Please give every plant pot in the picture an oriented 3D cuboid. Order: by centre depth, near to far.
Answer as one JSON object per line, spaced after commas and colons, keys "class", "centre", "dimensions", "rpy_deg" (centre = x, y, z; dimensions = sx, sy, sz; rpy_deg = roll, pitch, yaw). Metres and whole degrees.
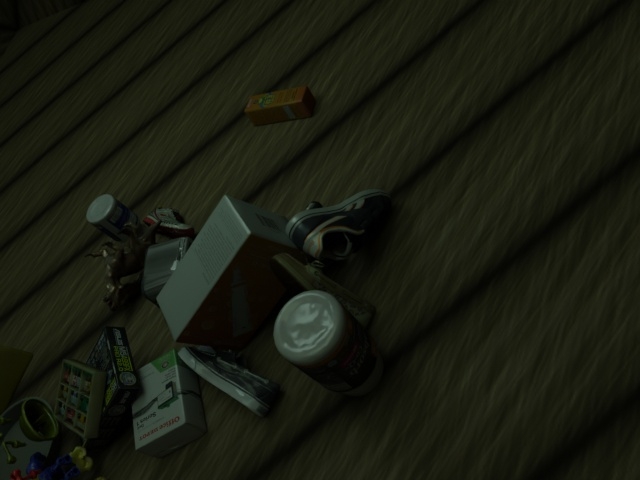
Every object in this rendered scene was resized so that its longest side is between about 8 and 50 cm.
{"class": "plant pot", "centre": [-1.104, 0.417, 1.809], "dimensions": [0.212, 0.187, 0.212], "rpy_deg": [2, 61, 30]}

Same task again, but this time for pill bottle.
{"class": "pill bottle", "centre": [0.029, 0.233, 1.224], "dimensions": [0.162, 0.278, 0.162], "rpy_deg": [-15, 54, 21]}
{"class": "pill bottle", "centre": [-0.668, -0.059, 1.876], "dimensions": [0.112, 0.187, 0.112], "rpy_deg": [-14, 54, 21]}

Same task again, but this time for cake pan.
{"class": "cake pan", "centre": [-0.866, 0.604, 1.637], "dimensions": [0.293, 0.054, 0.293], "rpy_deg": [-15, 54, 21]}

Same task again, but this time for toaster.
{"class": "toaster", "centre": [-0.438, 0.084, 1.693], "dimensions": [0.146, 0.129, 0.227], "rpy_deg": [-17, 51, 14]}

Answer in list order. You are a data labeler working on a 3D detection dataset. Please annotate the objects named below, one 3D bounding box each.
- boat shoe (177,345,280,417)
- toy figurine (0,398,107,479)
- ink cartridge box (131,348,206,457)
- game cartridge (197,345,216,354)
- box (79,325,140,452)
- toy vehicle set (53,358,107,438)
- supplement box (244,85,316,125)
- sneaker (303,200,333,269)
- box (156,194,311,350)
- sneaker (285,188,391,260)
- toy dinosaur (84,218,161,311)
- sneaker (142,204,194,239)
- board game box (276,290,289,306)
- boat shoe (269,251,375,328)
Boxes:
{"class": "boat shoe", "centre": [-0.231, 0.326, 1.424], "dimensions": [0.301, 0.108, 0.102], "rpy_deg": [23, 69, 33]}
{"class": "toy figurine", "centre": [-0.733, 0.620, 1.446], "dimensions": [0.362, 0.191, 0.217], "rpy_deg": [48, 113, 12]}
{"class": "ink cartridge box", "centre": [-0.399, 0.421, 1.466], "dimensions": [0.160, 0.092, 0.219], "rpy_deg": [-31, 49, 9]}
{"class": "game cartridge", "centre": [-0.309, 0.316, 1.536], "dimensions": [0.056, 0.017, 0.083], "rpy_deg": [-51, 50, -4]}
{"class": "box", "centre": [-0.588, 0.402, 1.535], "dimensions": [0.270, 0.060, 0.216], "rpy_deg": [-56, 45, 23]}
{"class": "toy vehicle set", "centre": [-0.653, 0.420, 1.530], "dimensions": [0.267, 0.035, 0.166], "rpy_deg": [-4, 78, 49]}
{"class": "supplement box", "centre": [-0.138, -0.453, 1.909], "dimensions": [0.233, 0.080, 0.078], "rpy_deg": [-4, 56, 30]}
{"class": "sneaker", "centre": [0.000, 0.000, 1.540], "dimensions": [0.132, 0.086, 0.229], "rpy_deg": [12, 60, 16]}
{"class": "box", "centre": [-0.222, 0.091, 1.437], "dimensions": [0.345, 0.215, 0.168], "rpy_deg": [-53, 47, 17]}
{"class": "sneaker", "centre": [0.075, -0.030, 1.419], "dimensions": [0.321, 0.126, 0.127], "rpy_deg": [-21, 53, -32]}
{"class": "toy dinosaur", "centre": [-0.592, 0.065, 1.773], "dimensions": [0.295, 0.200, 0.127], "rpy_deg": [-44, 19, -20]}
{"class": "sneaker", "centre": [-0.488, -0.065, 1.844], "dimensions": [0.225, 0.088, 0.093], "rpy_deg": [19, 68, 36]}
{"class": "board game box", "centre": [-0.157, 0.105, 1.582], "dimensions": [0.186, 0.026, 0.126], "rpy_deg": [13, 66, 35]}
{"class": "boat shoe", "centre": [0.003, 0.115, 1.355], "dimensions": [0.089, 0.285, 0.104], "rpy_deg": [-54, 13, -21]}
